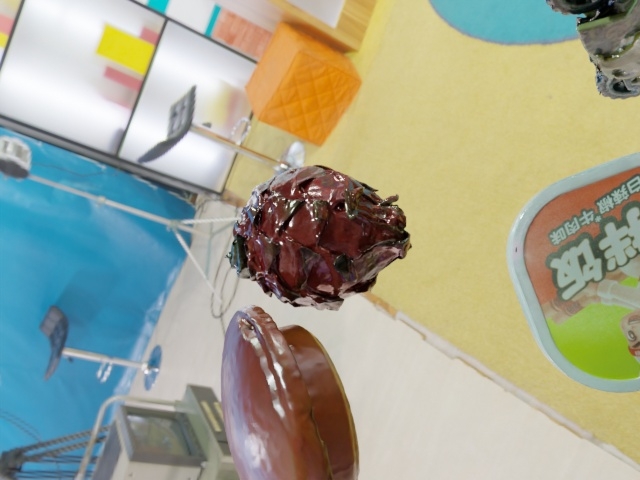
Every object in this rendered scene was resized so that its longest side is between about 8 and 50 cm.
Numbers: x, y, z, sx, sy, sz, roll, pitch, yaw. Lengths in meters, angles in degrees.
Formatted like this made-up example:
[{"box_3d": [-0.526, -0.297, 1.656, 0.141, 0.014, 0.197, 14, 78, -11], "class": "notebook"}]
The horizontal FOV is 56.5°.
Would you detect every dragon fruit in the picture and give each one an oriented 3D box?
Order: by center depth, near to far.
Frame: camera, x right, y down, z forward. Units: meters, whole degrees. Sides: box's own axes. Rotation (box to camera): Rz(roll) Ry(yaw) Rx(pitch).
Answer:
[{"box_3d": [0.000, 0.000, 0.968, 0.298, 0.244, 0.245, 4, 72, 18], "class": "dragon fruit"}]

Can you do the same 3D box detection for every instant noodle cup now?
[{"box_3d": [0.399, 0.033, 0.824, 0.294, 0.293, 0.308, -66, -13, 7], "class": "instant noodle cup"}]

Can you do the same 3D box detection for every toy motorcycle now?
[{"box_3d": [0.545, -0.381, 1.008, 0.236, 0.410, 0.169, -16, 61, 34], "class": "toy motorcycle"}]

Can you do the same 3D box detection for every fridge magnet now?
[{"box_3d": [-0.060, 0.272, 0.889, 0.363, 0.155, 0.364, 168, 90, -68], "class": "fridge magnet"}]
